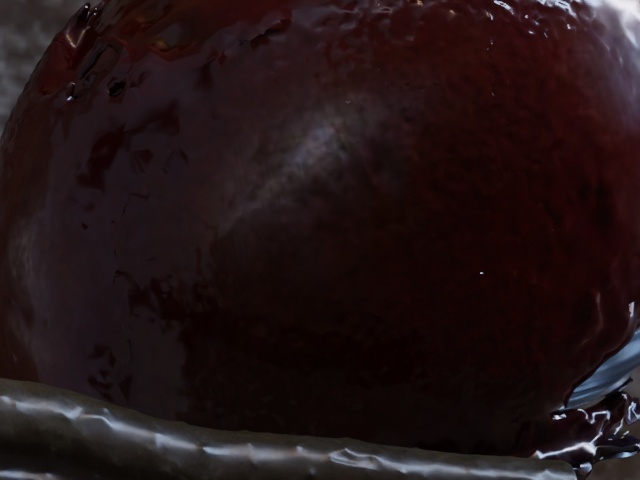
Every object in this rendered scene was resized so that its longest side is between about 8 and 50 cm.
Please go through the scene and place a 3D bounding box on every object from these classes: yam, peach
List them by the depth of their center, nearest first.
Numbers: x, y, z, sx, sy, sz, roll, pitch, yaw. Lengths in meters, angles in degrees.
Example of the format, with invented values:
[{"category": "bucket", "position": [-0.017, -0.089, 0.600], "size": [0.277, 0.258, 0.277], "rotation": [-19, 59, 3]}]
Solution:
[{"category": "yam", "position": [-0.057, 0.085, 0.737], "size": [0.045, 0.327, 0.045], "rotation": [115, -23, -46]}, {"category": "peach", "position": [0.000, 0.000, 1.004], "size": [0.416, 0.353, 0.339], "rotation": [-60, -165, -10]}]

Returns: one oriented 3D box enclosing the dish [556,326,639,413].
[{"category": "dish", "position": [0.157, 0.068, 1.401], "size": [0.260, 0.260, 0.085], "rotation": [-150, -135, -63]}]
